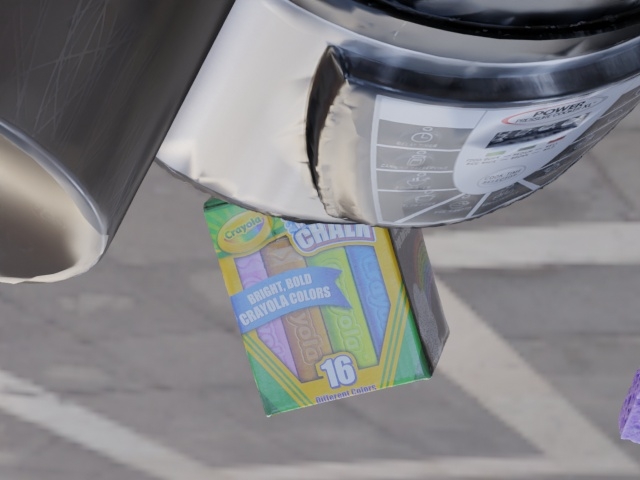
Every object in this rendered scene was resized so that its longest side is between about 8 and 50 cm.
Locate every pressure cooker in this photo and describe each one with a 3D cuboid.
[{"bbox_3d":[0.041,-0.227,0.920,0.375,0.370,0.420,27,156,-6],"label":"pressure cooker"}]

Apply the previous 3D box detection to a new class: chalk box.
[{"bbox_3d":[0.000,0.000,1.339,0.132,0.213,0.132,-15,-171,13],"label":"chalk box"}]

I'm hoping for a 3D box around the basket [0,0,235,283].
[{"bbox_3d":[-0.092,-0.113,0.596,0.204,0.227,0.154,-11,141,46],"label":"basket"}]

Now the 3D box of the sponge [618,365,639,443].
[{"bbox_3d":[0.337,0.123,1.353,0.210,0.031,0.117,16,122,-2],"label":"sponge"}]
